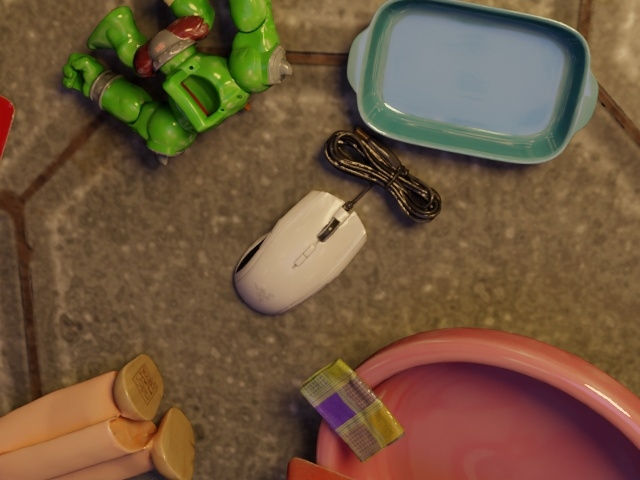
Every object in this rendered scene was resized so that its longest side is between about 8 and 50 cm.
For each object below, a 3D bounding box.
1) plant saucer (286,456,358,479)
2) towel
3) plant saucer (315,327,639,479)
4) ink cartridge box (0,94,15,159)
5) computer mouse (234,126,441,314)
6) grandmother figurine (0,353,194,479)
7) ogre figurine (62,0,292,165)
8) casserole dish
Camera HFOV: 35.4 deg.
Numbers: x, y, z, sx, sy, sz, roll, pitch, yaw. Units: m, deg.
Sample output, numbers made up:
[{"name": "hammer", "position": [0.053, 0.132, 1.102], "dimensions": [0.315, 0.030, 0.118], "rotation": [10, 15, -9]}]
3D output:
[{"name": "plant saucer", "position": [0.072, 0.337, 0.858], "dimensions": [0.258, 0.048, 0.259], "rotation": [15, 121, 24]}, {"name": "towel", "position": [0.025, 0.137, 0.805], "dimensions": [0.083, 0.009, 0.060], "rotation": [51, 130, 0]}, {"name": "plant saucer", "position": [0.157, 0.211, 0.822], "dimensions": [0.332, 0.084, 0.332], "rotation": [15, 122, 25]}, {"name": "ink cartridge box", "position": [-0.443, -0.027, 0.849], "dimensions": [0.272, 0.130, 0.309], "rotation": [24, 112, -1]}, {"name": "computer mouse", "position": [0.000, 0.000, 0.831], "dimensions": [0.106, 0.042, 0.193], "rotation": [41, 112, -8]}, {"name": "grandmother figurine", "position": [-0.298, 0.211, 0.936], "dimensions": [0.342, 0.104, 0.208], "rotation": [-24, 97, 15]}, {"name": "ogre figurine", "position": [-0.105, -0.139, 0.768], "dimensions": [0.197, 0.097, 0.118], "rotation": [-32, 91, 8]}, {"name": "casserole dish", "position": [0.115, -0.125, 0.767], "dimensions": [0.188, 0.037, 0.114], "rotation": [11, 112, 4]}]
